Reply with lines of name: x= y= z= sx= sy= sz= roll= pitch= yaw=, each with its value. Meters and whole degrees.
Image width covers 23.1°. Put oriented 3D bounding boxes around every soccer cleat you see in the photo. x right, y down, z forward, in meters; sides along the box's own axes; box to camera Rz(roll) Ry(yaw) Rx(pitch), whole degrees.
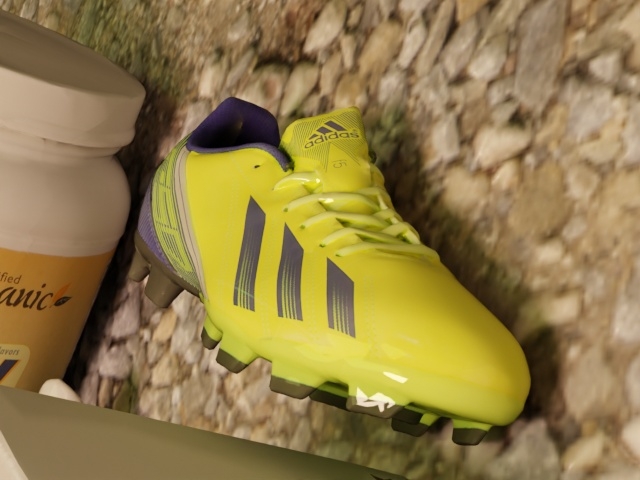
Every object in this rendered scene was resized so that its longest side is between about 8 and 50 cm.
soccer cleat: x=-0.001 y=-0.001 z=0.670 sx=0.289 sy=0.093 sz=0.121 roll=27 pitch=93 yaw=60

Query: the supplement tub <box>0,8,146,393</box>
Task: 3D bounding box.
supplement tub: x=-0.251 y=0.018 z=0.952 sx=0.228 sy=0.228 sz=0.316 roll=44 pitch=114 yaw=58

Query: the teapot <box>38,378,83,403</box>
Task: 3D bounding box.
teapot: x=-0.209 y=0.243 z=0.825 sx=0.256 sy=0.187 sz=0.253 roll=-34 pitch=73 yaw=27

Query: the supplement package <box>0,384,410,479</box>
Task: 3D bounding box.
supplement package: x=-0.051 y=0.218 z=0.530 sx=0.199 sy=0.198 sz=0.263 roll=33 pitch=104 yaw=61
